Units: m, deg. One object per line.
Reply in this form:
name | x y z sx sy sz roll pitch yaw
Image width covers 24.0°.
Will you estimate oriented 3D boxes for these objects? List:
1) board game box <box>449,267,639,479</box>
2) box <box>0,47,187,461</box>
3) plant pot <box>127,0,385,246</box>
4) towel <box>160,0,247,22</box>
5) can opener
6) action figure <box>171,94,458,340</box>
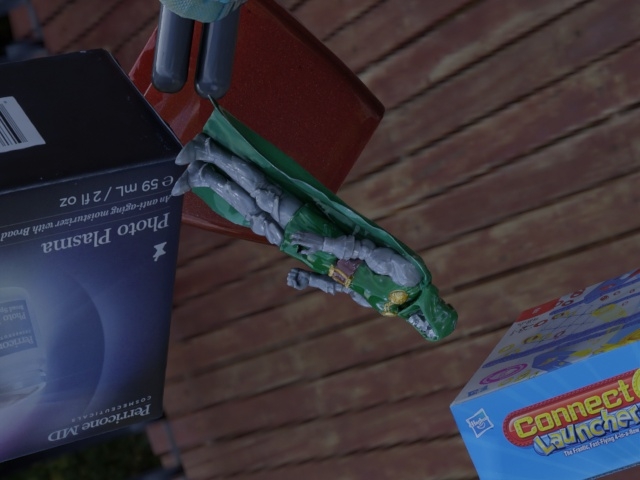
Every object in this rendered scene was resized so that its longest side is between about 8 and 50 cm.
board game box | 0.283 0.077 1.177 0.302 0.308 0.086 -23 93 20
box | -0.283 0.028 1.246 0.183 0.296 0.294 50 143 40
plant pot | -0.083 -0.139 1.635 0.267 0.235 0.267 -58 14 9
towel | 0.081 -0.257 0.691 0.040 0.271 0.370 43 112 2
can opener | -0.090 -0.265 1.266 0.095 0.076 0.283 154 124 -77
action figure | 0.000 0.000 1.092 0.232 0.063 0.137 32 156 8
